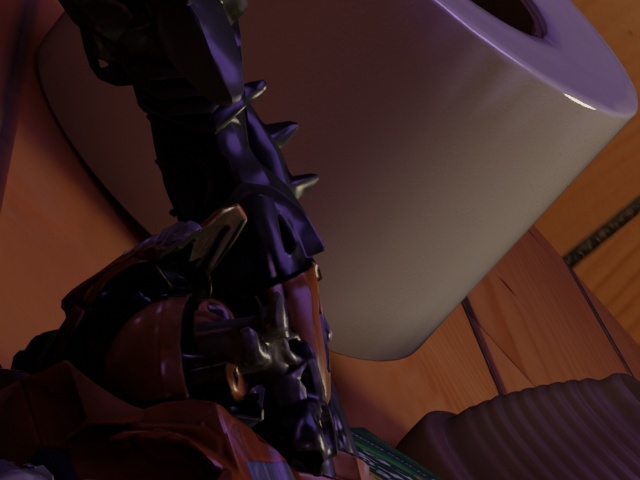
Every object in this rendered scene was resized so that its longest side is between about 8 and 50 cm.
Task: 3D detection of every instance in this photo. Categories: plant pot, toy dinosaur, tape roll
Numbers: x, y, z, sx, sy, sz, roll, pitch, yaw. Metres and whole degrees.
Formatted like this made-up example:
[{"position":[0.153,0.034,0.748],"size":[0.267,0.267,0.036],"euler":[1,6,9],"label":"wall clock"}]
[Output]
[{"position":[0.158,0.144,0.946],"size":[0.237,0.110,0.237],"euler":[37,10,-8],"label":"plant pot"},{"position":[-0.055,0.053,0.462],"size":[0.218,0.164,0.322],"euler":[65,-17,4],"label":"toy dinosaur"},{"position":[0.009,-0.084,0.927],"size":[0.246,0.169,0.246],"euler":[36,20,-15],"label":"tape roll"}]

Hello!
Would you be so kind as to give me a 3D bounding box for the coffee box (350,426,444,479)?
[{"position":[0.038,0.112,0.697],"size":[0.113,0.040,0.184],"euler":[33,0,12],"label":"coffee box"}]
